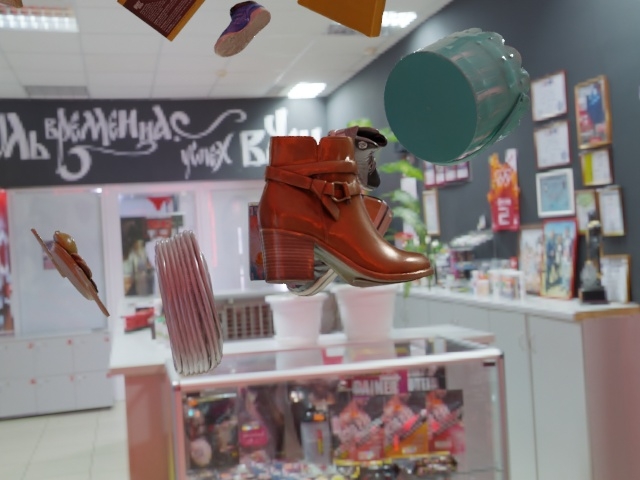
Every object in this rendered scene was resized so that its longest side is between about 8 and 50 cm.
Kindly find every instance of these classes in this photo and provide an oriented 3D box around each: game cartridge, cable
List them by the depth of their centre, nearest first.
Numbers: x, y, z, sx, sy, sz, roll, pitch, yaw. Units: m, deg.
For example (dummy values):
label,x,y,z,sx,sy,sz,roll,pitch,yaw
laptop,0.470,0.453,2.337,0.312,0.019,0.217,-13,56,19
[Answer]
label,x,y,z,sx,sy,sz,roll,pitch,yaw
cable,-0.238,0.112,1.347,0.089,0.257,0.257,-12,-5,-13
game cartridge,0.067,-0.747,2.086,0.053,0.285,0.324,-20,43,-38

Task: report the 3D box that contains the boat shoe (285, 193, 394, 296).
label,x,y,z,sx,sy,sz,roll,pitch,yaw
boat shoe,0.000,0.000,1.729,0.156,0.186,0.500,31,-23,-8

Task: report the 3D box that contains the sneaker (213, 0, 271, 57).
label,x,y,z,sx,sy,sz,roll,pitch,yaw
sneaker,-0.190,-0.481,1.706,0.084,0.152,0.058,49,3,40

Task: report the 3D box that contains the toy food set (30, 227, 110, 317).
label,x,y,z,sx,sy,sz,roll,pitch,yaw
toy food set,-0.405,0.044,1.264,0.038,0.132,0.192,-39,44,-23

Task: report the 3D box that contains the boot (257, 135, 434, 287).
label,x,y,z,sx,sy,sz,roll,pitch,yaw
boot,0.042,-0.042,1.131,0.283,0.220,0.109,3,-9,-17

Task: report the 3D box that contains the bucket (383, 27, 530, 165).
label,x,y,z,sx,sy,sz,roll,pitch,yaw
bucket,0.283,-0.303,1.617,0.183,0.281,0.281,-29,17,-39

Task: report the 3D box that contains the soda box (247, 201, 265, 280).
label,x,y,z,sx,sy,sz,roll,pitch,yaw
soda box,-0.142,0.001,1.800,0.058,0.183,0.063,-2,12,-9

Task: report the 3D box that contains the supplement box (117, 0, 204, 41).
label,x,y,z,sx,sy,sz,roll,pitch,yaw
supplement box,-0.455,-0.735,2.220,0.194,0.129,0.191,33,-54,-25

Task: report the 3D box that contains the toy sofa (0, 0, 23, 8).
label,x,y,z,sx,sy,sz,roll,pitch,yaw
toy sofa,-0.676,-0.730,1.923,0.150,0.177,0.362,26,43,34

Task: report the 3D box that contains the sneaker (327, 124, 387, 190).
label,x,y,z,sx,sy,sz,roll,pitch,yaw
sneaker,0.125,-0.212,1.918,0.132,0.086,0.229,-16,-38,30
